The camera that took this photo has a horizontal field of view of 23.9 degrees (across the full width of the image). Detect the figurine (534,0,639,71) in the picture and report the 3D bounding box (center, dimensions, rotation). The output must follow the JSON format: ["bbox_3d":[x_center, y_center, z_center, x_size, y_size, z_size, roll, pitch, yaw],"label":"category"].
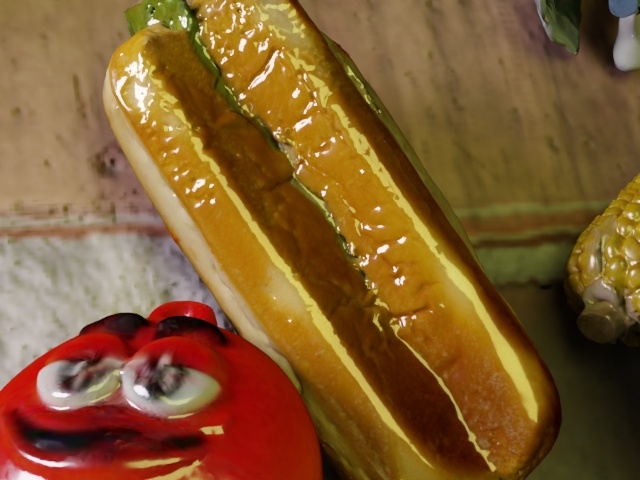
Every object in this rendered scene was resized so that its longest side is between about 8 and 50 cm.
[{"bbox_3d":[0.140,-0.125,0.704,0.082,0.094,0.086,9,24,27],"label":"figurine"}]

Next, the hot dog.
[{"bbox_3d":[0.000,0.000,0.603,0.104,0.076,0.250,-34,81,-16],"label":"hot dog"}]

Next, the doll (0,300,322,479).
[{"bbox_3d":[-0.063,0.106,0.512,0.183,0.085,0.217,10,57,16],"label":"doll"}]

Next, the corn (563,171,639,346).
[{"bbox_3d":[0.180,-0.023,0.674,0.068,0.068,0.207,45,60,5],"label":"corn"}]
